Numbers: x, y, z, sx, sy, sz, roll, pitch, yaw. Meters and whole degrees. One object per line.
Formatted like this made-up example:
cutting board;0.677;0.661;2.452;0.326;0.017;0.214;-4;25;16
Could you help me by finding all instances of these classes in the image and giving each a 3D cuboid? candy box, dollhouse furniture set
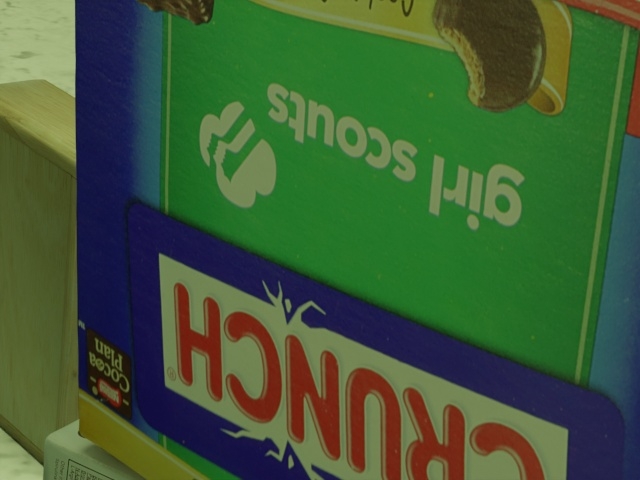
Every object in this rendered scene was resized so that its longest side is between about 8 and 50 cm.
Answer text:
candy box;0.048;-0.038;0.549;0.122;0.317;0.268;-23;36;-40
dollhouse furniture set;0.000;0.000;1.014;0.356;0.173;0.303;-12;29;-35

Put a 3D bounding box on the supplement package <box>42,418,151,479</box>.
supplement package;0.029;0.138;0.723;0.203;0.149;0.194;20;27;29
